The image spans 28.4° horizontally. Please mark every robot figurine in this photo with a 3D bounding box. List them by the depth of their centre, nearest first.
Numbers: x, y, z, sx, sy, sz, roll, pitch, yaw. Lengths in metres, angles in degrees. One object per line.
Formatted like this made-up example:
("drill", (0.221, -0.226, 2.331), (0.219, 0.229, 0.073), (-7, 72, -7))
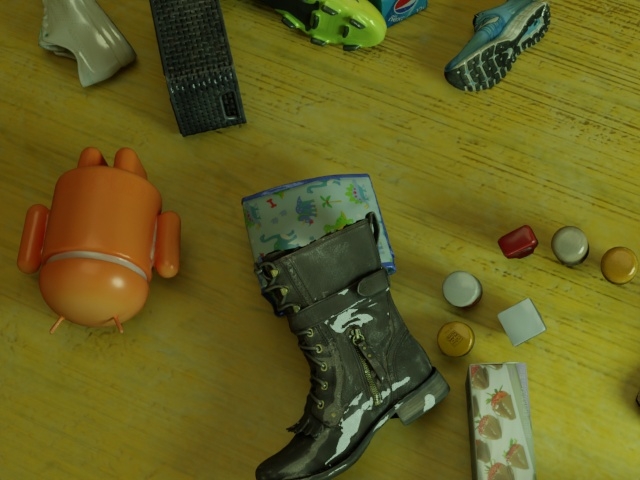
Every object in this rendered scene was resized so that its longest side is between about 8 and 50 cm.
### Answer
("robot figurine", (-0.250, 0.003, 1.430), (0.158, 0.128, 0.219), (18, 62, -26))

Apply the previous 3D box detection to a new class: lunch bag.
("lunch bag", (0.000, 0.000, 1.431), (0.151, 0.096, 0.129), (-18, 64, 6))

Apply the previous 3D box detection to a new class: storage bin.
("storage bin", (-0.151, -0.232, 1.535), (0.084, 0.122, 0.180), (-14, 65, -2))

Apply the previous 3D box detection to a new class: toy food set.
("toy food set", (0.231, 0.049, 1.410), (0.232, 0.104, 0.111), (-30, 79, 9))

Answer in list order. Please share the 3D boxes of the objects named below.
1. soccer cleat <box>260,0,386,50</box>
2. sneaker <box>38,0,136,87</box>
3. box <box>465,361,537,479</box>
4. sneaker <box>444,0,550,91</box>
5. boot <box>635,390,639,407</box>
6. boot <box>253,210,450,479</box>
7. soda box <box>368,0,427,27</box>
("soccer cleat", (-0.037, -0.335, 1.595), (0.289, 0.093, 0.121), (25, 62, 14))
("sneaker", (-0.327, -0.285, 1.604), (0.094, 0.080, 0.212), (-38, 69, -1))
("box", (0.192, 0.286, 1.299), (0.063, 0.067, 0.324), (-2, 64, 2))
("sneaker", (0.209, -0.245, 1.562), (0.162, 0.063, 0.073), (-40, 51, -18))
("boot", (0.427, 0.114, 1.323), (0.198, 0.137, 0.077), (-30, 66, -9))
("boot", (-0.006, 0.117, 1.330), (0.263, 0.091, 0.229), (-32, 96, -21))
("soda box", (0.054, -0.374, 1.619), (0.071, 0.067, 0.210), (-29, 66, -10))
